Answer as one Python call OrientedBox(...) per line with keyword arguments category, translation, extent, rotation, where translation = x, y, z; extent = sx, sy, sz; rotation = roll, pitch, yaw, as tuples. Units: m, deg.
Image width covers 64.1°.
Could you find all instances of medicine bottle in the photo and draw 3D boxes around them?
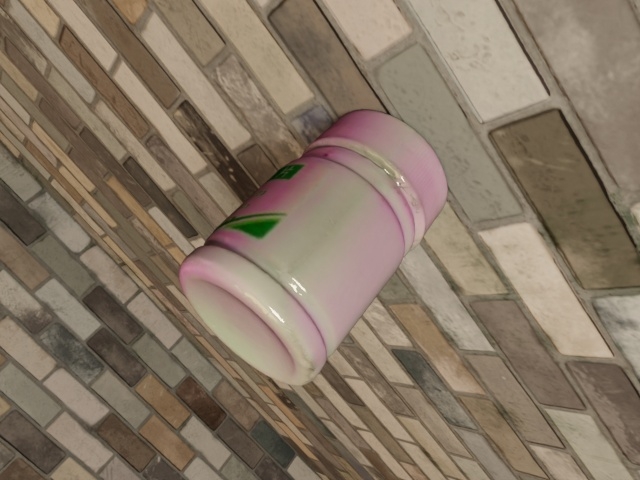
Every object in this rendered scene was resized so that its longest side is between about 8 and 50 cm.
OrientedBox(category="medicine bottle", translation=(0.000, 0.000, 0.670), extent=(0.212, 0.325, 0.212), rotation=(30, 149, 20))
